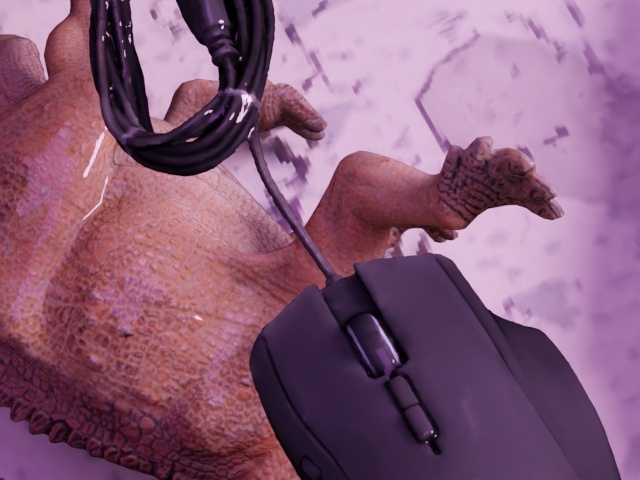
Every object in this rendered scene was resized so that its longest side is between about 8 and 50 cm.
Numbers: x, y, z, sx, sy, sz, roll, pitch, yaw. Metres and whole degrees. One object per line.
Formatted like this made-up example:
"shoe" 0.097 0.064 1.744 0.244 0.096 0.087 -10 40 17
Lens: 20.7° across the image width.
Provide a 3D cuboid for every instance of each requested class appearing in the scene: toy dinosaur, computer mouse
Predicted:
"toy dinosaur" -0.060 0.024 0.523 0.200 0.127 0.296 -45 65 -10
"computer mouse" 0.000 0.000 0.426 0.071 0.041 0.242 -31 65 -2
